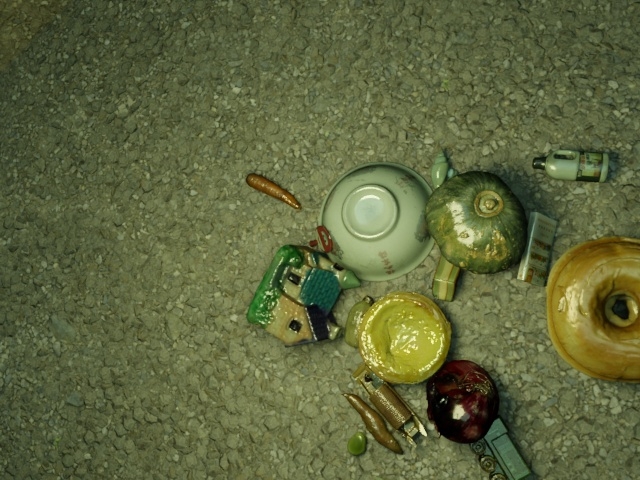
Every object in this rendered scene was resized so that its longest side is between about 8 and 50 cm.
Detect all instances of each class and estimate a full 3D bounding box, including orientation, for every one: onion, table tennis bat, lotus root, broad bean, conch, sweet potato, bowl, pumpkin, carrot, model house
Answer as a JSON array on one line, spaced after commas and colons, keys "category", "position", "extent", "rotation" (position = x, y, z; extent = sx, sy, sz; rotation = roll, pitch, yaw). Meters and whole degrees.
[{"category": "onion", "position": [0.435, 0.503, 1.722], "extent": [0.221, 0.281, 0.281], "rotation": [36, 92, -7]}, {"category": "table tennis bat", "position": [0.000, 0.000, 1.972], "extent": [0.019, 0.155, 0.098], "rotation": [-20, 89, -27]}, {"category": "lotus root", "position": [0.134, 0.275, 1.926], "extent": [0.090, 0.077, 0.182], "rotation": [18, 89, 15]}, {"category": "broad bean", "position": [0.125, 0.683, 1.890], "extent": [0.063, 0.045, 0.083], "rotation": [30, 98, 17]}, {"category": "conch", "position": [0.419, -0.233, 1.941], "extent": [0.065, 0.088, 0.180], "rotation": [2, 89, 58]}, {"category": "sweet potato", "position": [0.174, 0.603, 1.877], "extent": [0.067, 0.067, 0.274], "rotation": [-44, 78, 5]}, {"category": "bowl", "position": [0.180, -0.080, 1.904], "extent": [0.435, 0.196, 0.434], "rotation": [-2, 83, 14]}, {"category": "pumpkin", "position": [0.493, -0.047, 1.786], "extent": [0.292, 0.257, 0.327], "rotation": [-15, 70, -4]}, {"category": "carrot", "position": [-0.170, -0.181, 2.081], "extent": [0.248, 0.059, 0.059], "rotation": [29, 90, 13]}, {"category": "model house", "position": [-0.036, 0.201, 1.892], "extent": [0.280, 0.245, 0.312], "rotation": [30, 97, 23]}]

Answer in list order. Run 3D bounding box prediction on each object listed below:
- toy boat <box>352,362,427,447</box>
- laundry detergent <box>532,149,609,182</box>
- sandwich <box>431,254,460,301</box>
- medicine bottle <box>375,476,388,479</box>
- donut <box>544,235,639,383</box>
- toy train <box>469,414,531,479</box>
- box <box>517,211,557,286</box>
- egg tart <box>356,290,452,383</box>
[{"category": "toy boat", "position": [0.226, 0.536, 1.847], "extent": [0.089, 0.115, 0.310], "rotation": [-43, 74, 5]}, {"category": "laundry detergent", "position": [0.809, -0.245, 1.833], "extent": [0.226, 0.070, 0.099], "rotation": [7, 92, 16]}, {"category": "sandwich", "position": [0.432, 0.108, 1.906], "extent": [0.079, 0.113, 0.163], "rotation": [14, 51, 16]}, {"category": "medicine bottle", "position": [0.219, 0.811, 1.846], "extent": [0.083, 0.047, 0.047], "rotation": [14, 86, 16]}, {"category": "donut", "position": [0.892, 0.203, 1.684], "extent": [0.449, 0.198, 0.448], "rotation": [-2, 81, 16]}, {"category": "toy train", "position": [0.558, 0.670, 1.759], "extent": [0.137, 0.090, 0.225], "rotation": [-31, 76, 5]}, {"category": "box", "position": [0.694, 0.030, 1.803], "extent": [0.032, 0.122, 0.220], "rotation": [8, 83, 54]}, {"category": "egg tart", "position": [0.277, 0.320, 1.858], "extent": [0.315, 0.120, 0.314], "rotation": [-1, 82, 7]}]
